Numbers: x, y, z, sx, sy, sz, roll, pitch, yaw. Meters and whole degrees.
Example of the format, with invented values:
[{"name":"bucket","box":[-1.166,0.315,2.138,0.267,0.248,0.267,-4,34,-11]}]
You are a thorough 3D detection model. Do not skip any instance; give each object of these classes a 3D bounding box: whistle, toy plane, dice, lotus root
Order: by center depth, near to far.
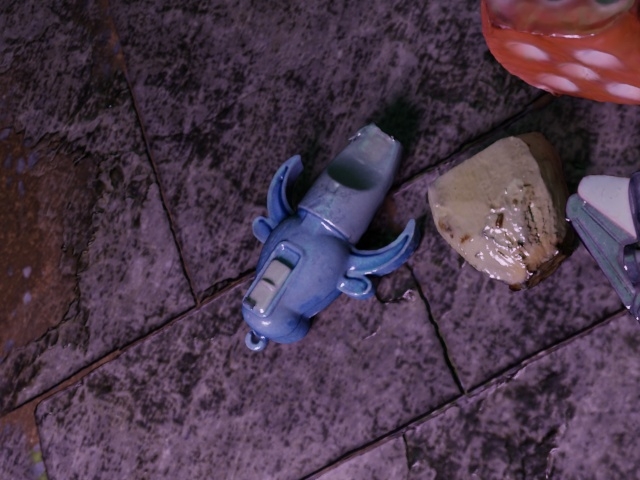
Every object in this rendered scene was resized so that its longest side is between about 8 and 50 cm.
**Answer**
[{"name":"toy plane","box":[0.326,0.075,1.208,0.204,0.103,0.316,-14,65,26]},{"name":"dice","box":[0.264,-0.239,1.325,0.175,0.179,0.174,13,79,37]},{"name":"lotus root","box":[0.182,-0.027,1.356,0.143,0.070,0.144,-37,57,15]},{"name":"whistle","box":[0.000,0.000,1.453,0.180,0.093,0.269,32,83,30]}]
